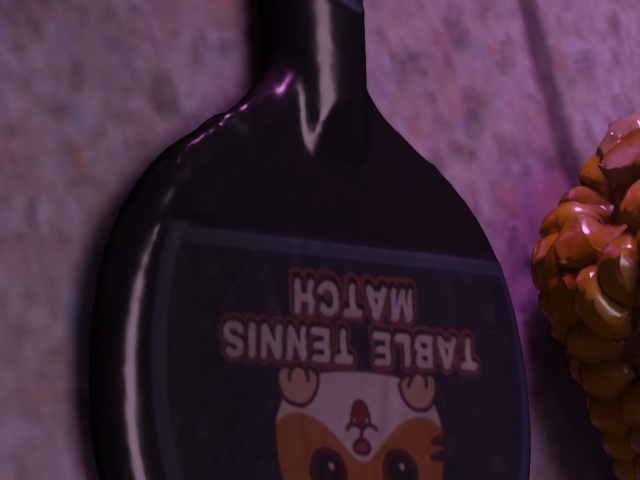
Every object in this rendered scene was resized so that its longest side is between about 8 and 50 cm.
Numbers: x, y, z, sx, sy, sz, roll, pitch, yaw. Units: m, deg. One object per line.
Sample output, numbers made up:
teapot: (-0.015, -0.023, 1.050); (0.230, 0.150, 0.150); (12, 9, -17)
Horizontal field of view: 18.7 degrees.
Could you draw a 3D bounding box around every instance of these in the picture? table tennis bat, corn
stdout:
table tennis bat: (0.000, 0.000, 0.499); (0.150, 0.027, 0.236); (8, 76, -44)
corn: (0.149, 0.098, 0.577); (0.101, 0.101, 0.292); (-41, 113, -44)
